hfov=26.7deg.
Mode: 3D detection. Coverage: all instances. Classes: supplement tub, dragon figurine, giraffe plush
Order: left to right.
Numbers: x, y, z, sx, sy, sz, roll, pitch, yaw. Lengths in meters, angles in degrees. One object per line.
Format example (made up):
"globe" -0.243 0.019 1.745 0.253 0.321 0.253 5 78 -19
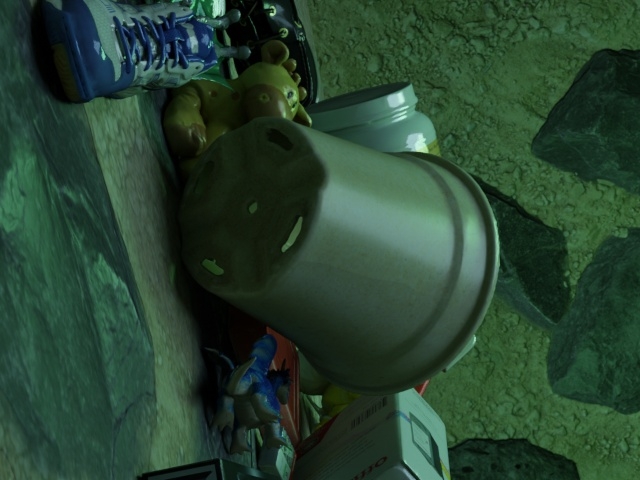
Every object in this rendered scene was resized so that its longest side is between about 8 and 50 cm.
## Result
"giraffe plush" -0.102 -0.165 1.752 0.181 0.171 0.210 66 14 -62
"dragon figurine" -0.090 0.164 1.619 0.289 0.085 0.144 69 11 -59
"supplement tub" 0.092 -0.079 2.169 0.228 0.228 0.316 -76 152 -76

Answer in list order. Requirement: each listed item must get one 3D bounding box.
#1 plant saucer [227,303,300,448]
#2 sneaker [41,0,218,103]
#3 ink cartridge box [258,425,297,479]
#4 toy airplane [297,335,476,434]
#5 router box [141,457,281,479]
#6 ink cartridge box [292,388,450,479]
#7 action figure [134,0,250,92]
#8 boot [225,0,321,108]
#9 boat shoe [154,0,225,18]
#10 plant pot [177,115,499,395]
"plant saucer" -0.075 0.157 1.962 0.259 0.048 0.258 -93 169 -60
"sneaker" -0.179 -0.199 1.319 0.296 0.131 0.111 -55 135 -80
"ink cartridge box" -0.054 0.312 1.859 0.115 0.029 0.062 70 24 -47
"toy airplane" 0.085 0.229 2.240 0.384 0.272 0.386 -50 162 -67
"router box" -0.083 0.350 1.335 0.309 0.081 0.242 57 22 -74
"ink cartridge box" 0.063 0.345 1.904 0.131 0.226 0.306 49 14 -13
"action figure" -0.166 -0.236 1.573 0.232 0.063 0.137 -18 91 -60
"boot" -0.109 -0.393 2.194 0.284 0.138 0.377 61 14 -74
"boat shoe" -0.200 -0.379 1.665 0.096 0.098 0.277 -80 148 -74
"plant pot" 0.000 0.000 1.673 0.305 0.334 0.333 24 48 -48
